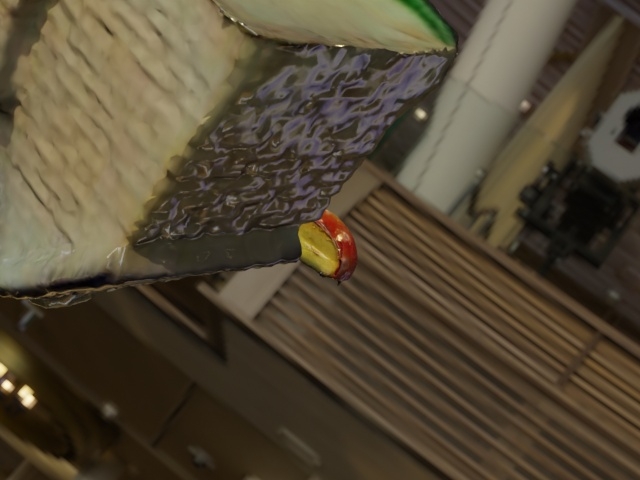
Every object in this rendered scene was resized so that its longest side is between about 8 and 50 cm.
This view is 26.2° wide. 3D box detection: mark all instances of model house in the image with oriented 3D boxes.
[{"bbox_3d":[-0.127,-0.109,0.844,0.298,0.284,0.243,49,28,24],"label":"model house"}]

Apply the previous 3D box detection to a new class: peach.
[{"bbox_3d":[0.000,0.000,1.233,0.077,0.050,0.083,23,18,-13],"label":"peach"}]
